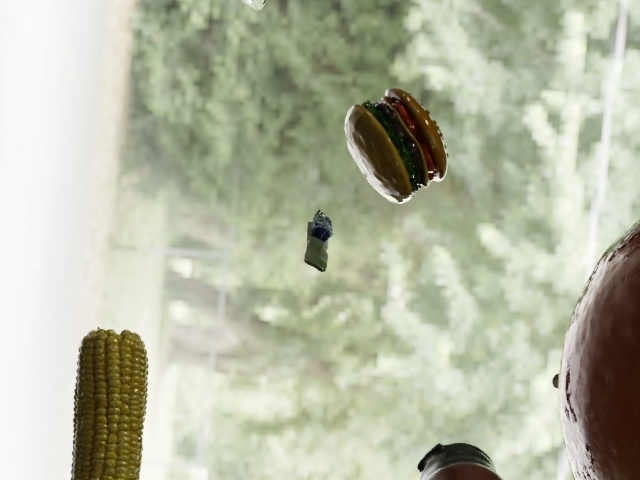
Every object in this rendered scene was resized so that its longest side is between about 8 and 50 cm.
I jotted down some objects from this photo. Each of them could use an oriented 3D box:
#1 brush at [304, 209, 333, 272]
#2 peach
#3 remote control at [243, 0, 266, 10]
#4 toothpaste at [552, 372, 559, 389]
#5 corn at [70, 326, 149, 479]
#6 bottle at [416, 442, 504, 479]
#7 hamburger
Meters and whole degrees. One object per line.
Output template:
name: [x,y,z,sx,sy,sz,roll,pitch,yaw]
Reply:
brush: [0.000,0.000,2.223,0.030,0.033,0.178,-53,-171,14]
peach: [0.284,0.108,1.104,0.289,0.308,0.289,-32,-133,42]
remote control: [-0.012,-0.409,2.089,0.285,0.038,0.123,-53,175,0]
toothpaste: [0.451,0.247,2.728,0.052,0.218,0.033,-55,-142,19]
corn: [-0.263,0.230,2.125,0.093,0.093,0.244,110,-16,-82]
bottle: [0.183,0.361,2.093,0.336,0.144,0.144,-94,-172,-66]
hamburger: [0.104,-0.131,2.356,0.162,0.115,0.162,57,-8,13]
